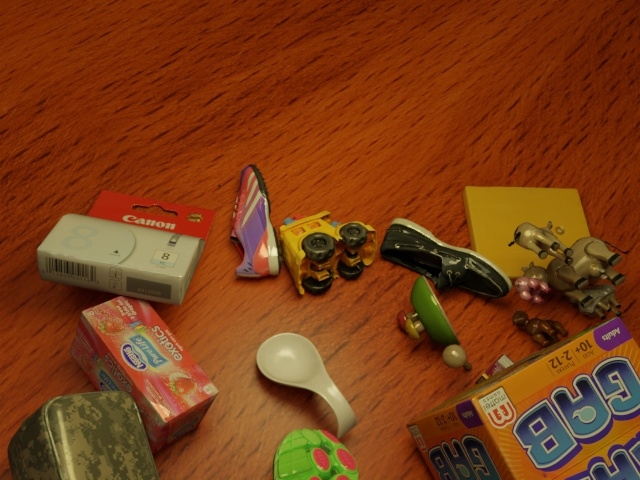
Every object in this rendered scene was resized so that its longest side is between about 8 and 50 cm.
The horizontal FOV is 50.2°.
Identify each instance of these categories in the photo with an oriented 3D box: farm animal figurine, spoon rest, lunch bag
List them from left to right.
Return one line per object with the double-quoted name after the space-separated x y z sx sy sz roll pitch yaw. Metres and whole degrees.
-0.457 0.460 1.277 0.213 0.256 0.305 7 50 -52 "lunch bag"
-0.027 0.304 1.502 0.137 0.084 0.276 -32 59 -30 "spoon rest"
0.567 0.071 1.634 0.327 0.330 0.172 -19 34 -16 "farm animal figurine"

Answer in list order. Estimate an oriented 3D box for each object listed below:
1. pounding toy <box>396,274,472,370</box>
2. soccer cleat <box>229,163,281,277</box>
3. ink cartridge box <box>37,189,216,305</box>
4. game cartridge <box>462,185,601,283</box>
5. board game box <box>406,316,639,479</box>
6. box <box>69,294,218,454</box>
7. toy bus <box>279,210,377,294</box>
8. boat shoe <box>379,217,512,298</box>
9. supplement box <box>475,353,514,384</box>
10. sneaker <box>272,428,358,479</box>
0.247 0.208 1.589 0.110 0.183 0.236 -28 68 6 "pounding toy"
-0.178 -0.054 1.706 0.117 0.108 0.318 -9 63 -9 "soccer cleat"
-0.423 -0.024 1.578 0.308 0.091 0.385 10 35 -1 "ink cartridge box"
0.556 -0.016 1.820 0.324 0.052 0.285 1 59 -5 "game cartridge"
0.449 0.418 1.330 0.356 0.356 0.356 -23 75 -20 "board game box"
-0.375 0.274 1.430 0.300 0.154 0.142 47 41 18 "box"
0.000 0.000 1.688 0.220 0.149 0.211 -21 48 -21 "toy bus"
0.298 0.068 1.683 0.340 0.127 0.113 32 60 13 "boat shoe"
0.410 0.312 1.594 0.083 0.055 0.043 -36 70 -26 "supplement box"
-0.023 0.577 1.301 0.185 0.202 0.482 14 39 -16 "sneaker"
